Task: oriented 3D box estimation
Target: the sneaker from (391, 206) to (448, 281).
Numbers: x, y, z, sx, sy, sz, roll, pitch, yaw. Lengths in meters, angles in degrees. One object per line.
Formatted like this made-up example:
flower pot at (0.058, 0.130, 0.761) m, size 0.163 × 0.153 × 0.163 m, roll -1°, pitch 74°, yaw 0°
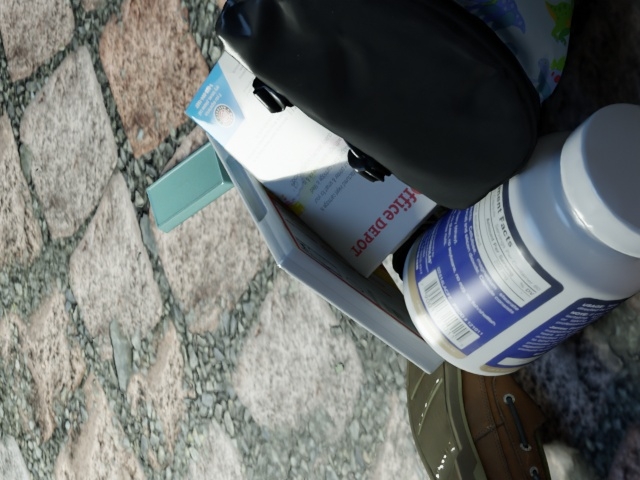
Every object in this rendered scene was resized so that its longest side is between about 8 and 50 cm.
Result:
sneaker at (0.088, -0.001, 1.626) m, size 0.170 × 0.074 × 0.063 m, roll 30°, pitch 136°, yaw 48°

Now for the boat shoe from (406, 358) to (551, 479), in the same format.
boat shoe at (0.153, 0.180, 1.564) m, size 0.111 × 0.104 × 0.307 m, roll 113°, pitch 155°, yaw -50°

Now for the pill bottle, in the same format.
pill bottle at (0.196, 0.001, 1.411) m, size 0.264 × 0.153 × 0.153 m, roll -41°, pitch 64°, yaw 51°

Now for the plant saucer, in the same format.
plant saucer at (-0.160, -0.067, 2.029) m, size 0.192 × 0.018 × 0.067 m, roll -30°, pitch 74°, yaw 53°

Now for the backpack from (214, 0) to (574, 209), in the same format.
backpack at (0.083, -0.258, 1.372) m, size 0.273 × 0.290 × 0.356 m, roll -37°, pitch 33°, yaw 30°

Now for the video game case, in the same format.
video game case at (0.000, 0.000, 1.604) m, size 0.025 × 0.204 × 0.285 m, roll -47°, pitch 31°, yaw 10°

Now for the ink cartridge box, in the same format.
ink cartridge box at (0.036, -0.124, 1.523) m, size 0.232 × 0.168 × 0.171 m, roll 43°, pitch 140°, yaw 1°
